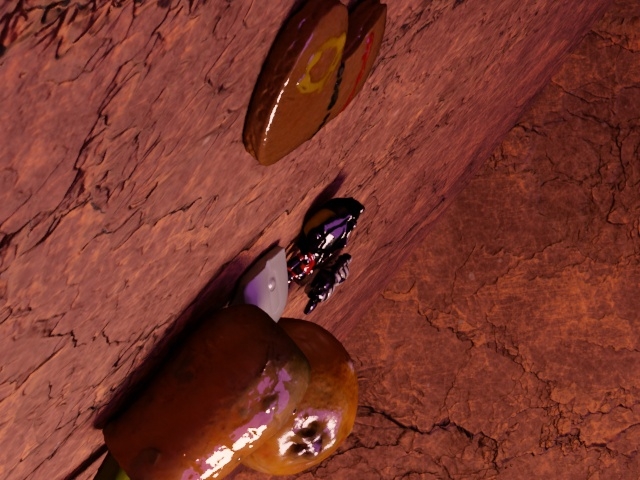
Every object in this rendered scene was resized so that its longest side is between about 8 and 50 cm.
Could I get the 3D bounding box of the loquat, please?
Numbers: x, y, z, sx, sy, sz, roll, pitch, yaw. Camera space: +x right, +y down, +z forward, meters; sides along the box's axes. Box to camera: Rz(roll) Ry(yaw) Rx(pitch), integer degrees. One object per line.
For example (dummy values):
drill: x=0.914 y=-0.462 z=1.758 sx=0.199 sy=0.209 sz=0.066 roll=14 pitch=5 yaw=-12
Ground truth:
loquat: x=-0.075 y=0.316 z=1.967 sx=0.328 sy=0.328 sz=0.328 roll=-49 pitch=169 yaw=-13

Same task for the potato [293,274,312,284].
potato: x=-0.037 y=0.066 z=2.006 sx=0.046 sy=0.045 sz=0.092 roll=-15 pitch=164 yaw=0

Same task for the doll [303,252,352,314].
doll: x=0.015 y=0.091 z=2.261 sx=0.219 sy=0.067 sz=0.091 roll=-46 pitch=167 yaw=-56

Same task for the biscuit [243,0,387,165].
biscuit: x=0.012 y=-0.220 z=1.228 sx=0.277 sy=0.052 sz=0.262 roll=-42 pitch=166 yaw=-43

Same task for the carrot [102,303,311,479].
carrot: x=-0.182 y=0.272 z=1.621 sx=0.340 sy=0.224 sz=0.224 roll=-43 pitch=169 yaw=-7

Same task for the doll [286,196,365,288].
doll: x=-0.003 y=-0.001 z=1.847 sx=0.249 sy=0.088 sz=0.127 roll=-48 pitch=-166 yaw=39

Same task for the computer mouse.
computer mouse: x=-0.108 y=0.109 z=1.779 sx=0.128 sy=0.079 sz=0.231 roll=-47 pitch=166 yaw=-34

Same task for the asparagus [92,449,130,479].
asparagus: x=-0.374 y=0.441 z=1.618 sx=0.067 sy=0.060 sz=0.278 roll=-64 pitch=180 yaw=40
